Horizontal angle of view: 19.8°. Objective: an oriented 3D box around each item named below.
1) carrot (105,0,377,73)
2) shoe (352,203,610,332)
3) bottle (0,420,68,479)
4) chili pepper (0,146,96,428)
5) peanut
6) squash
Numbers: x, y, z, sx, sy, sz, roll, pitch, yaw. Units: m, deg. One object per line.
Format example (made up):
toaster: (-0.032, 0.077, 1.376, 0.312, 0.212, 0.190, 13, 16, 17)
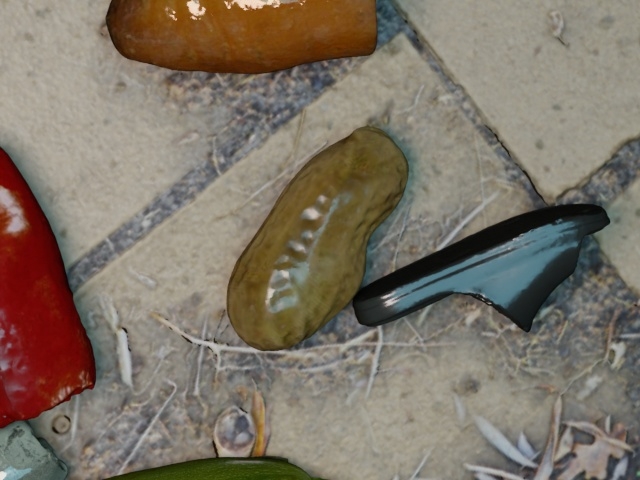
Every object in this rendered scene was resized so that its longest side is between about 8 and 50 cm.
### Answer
carrot: (-0.075, -0.215, 1.574, 0.225, 0.159, 0.159, -12, 93, -3)
shoe: (0.151, 0.044, 1.641, 0.241, 0.108, 0.093, -22, 97, -4)
bottle: (-0.336, 0.260, 1.552, 0.269, 0.083, 0.083, -42, 98, -9)
chili pepper: (-0.299, -0.013, 1.535, 0.134, 0.131, 0.338, -23, 93, -20)
peanut: (0.000, 0.000, 1.615, 0.108, 0.095, 0.226, 36, 80, -25)
squash: (-0.131, 0.233, 1.589, 0.318, 0.080, 0.071, -5, 123, -23)
